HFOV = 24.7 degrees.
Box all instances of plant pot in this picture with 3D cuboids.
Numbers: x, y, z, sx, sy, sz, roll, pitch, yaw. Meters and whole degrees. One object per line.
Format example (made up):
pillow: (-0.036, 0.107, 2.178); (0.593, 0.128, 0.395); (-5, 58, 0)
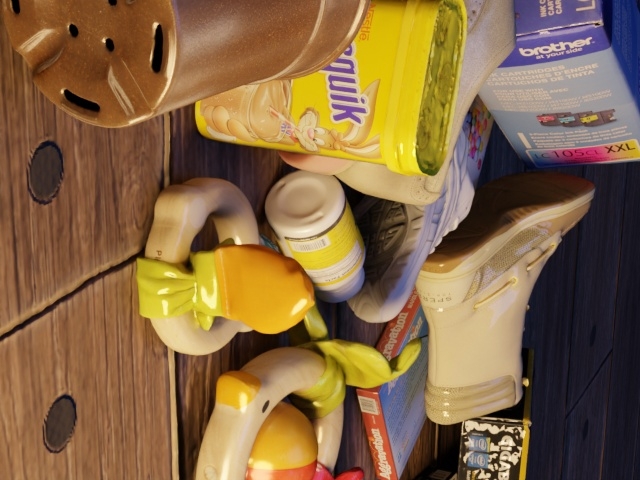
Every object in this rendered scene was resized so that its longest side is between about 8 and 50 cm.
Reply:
plant pot: (-0.083, -0.149, 0.833); (0.165, 0.167, 0.167); (-34, 129, -48)

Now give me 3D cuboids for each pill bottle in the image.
pill bottle: (0.000, 0.000, 1.179); (0.116, 0.065, 0.065); (68, 38, -52)

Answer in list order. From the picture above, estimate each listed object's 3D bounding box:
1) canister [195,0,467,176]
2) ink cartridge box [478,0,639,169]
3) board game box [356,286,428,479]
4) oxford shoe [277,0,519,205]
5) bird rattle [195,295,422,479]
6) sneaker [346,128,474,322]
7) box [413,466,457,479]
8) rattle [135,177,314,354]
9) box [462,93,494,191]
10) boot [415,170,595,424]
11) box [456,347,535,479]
canister: (0.005, -0.117, 1.013); (0.073, 0.169, 0.126); (10, 89, -67)
ink cartridge box: (0.220, -0.259, 1.414); (0.395, 0.151, 0.270); (38, 48, -62)
board game box: (0.109, 0.096, 1.515); (0.145, 0.027, 0.281); (78, 31, -44)
oxford shoe: (0.094, -0.220, 1.156); (0.146, 0.140, 0.397); (25, 85, -31)
bird rattle: (-0.032, 0.166, 1.160); (0.207, 0.143, 0.254); (-8, 119, -54)
sneaker: (0.093, -0.023, 1.321); (0.115, 0.090, 0.232); (38, 64, -44)
box: (0.091, 0.328, 1.549); (0.207, 0.036, 0.114); (-23, 120, -63)
rattle: (-0.030, 0.024, 1.037); (0.199, 0.142, 0.130); (30, 52, -59)
box: (0.137, -0.128, 1.481); (0.145, 0.038, 0.186); (49, 55, -60)
boot: (0.191, 0.054, 1.490); (0.262, 0.095, 0.204); (-31, 125, -42)
box: (0.190, 0.307, 1.642); (0.257, 0.079, 0.322); (-49, 144, -74)
